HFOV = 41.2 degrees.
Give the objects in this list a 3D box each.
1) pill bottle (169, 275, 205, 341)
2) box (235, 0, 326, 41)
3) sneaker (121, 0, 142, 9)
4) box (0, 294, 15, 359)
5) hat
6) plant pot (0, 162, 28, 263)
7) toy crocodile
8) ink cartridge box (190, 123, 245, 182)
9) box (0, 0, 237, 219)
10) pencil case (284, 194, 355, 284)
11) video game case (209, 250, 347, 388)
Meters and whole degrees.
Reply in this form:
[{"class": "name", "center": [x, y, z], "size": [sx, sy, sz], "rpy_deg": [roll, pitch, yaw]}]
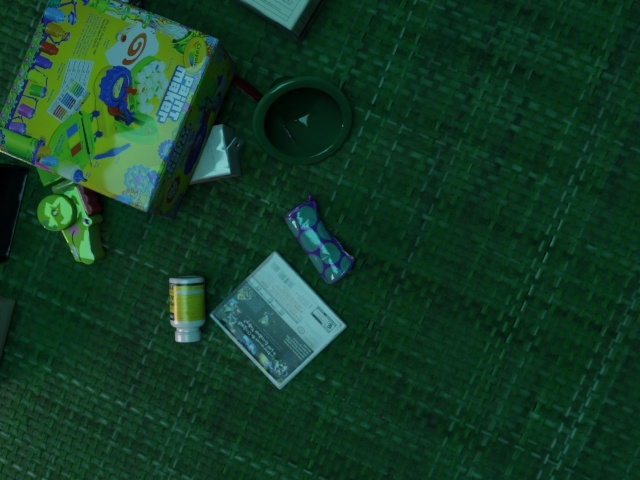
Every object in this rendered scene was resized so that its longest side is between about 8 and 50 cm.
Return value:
[{"class": "pill bottle", "center": [-0.241, 0.124, 1.548], "size": [0.065, 0.065, 0.116], "rpy_deg": [-1, 93, 7]}, {"class": "box", "center": [-0.042, -0.483, 1.458], "size": [0.148, 0.127, 0.232], "rpy_deg": [33, 96, 5]}, {"class": "sneaker", "center": [-0.362, -0.489, 1.509], "size": [0.115, 0.105, 0.281], "rpy_deg": [21, 96, 5]}, {"class": "box", "center": [-0.693, 0.175, 1.582], "size": [0.182, 0.119, 0.181], "rpy_deg": [16, 95, 6]}, {"class": "hat", "center": [-0.058, -0.262, 1.525], "size": [0.173, 0.183, 0.208], "rpy_deg": [-38, 129, 14]}, {"class": "plant pot", "center": [-0.662, -0.063, 1.531], "size": [0.167, 0.187, 0.188], "rpy_deg": [15, 95, 7]}, {"class": "toy crocodile", "center": [-0.464, -0.119, 1.538], "size": [0.105, 0.115, 0.341], "rpy_deg": [-21, 90, 7]}, {"class": "ink cartridge box", "center": [-0.207, -0.150, 1.514], "size": [0.143, 0.092, 0.090], "rpy_deg": [-9, 92, 8]}, {"class": "box", "center": [-0.329, -0.221, 1.388], "size": [0.279, 0.177, 0.290], "rpy_deg": [23, 88, 6]}, {"class": "pencil case", "center": [0.000, 0.000, 1.510], "size": [0.070, 0.064, 0.152], "rpy_deg": [-36, 89, 24]}, {"class": "video game case", "center": [-0.077, 0.145, 1.550], "size": [0.173, 0.022, 0.190], "rpy_deg": [-44, 88, 7]}]
